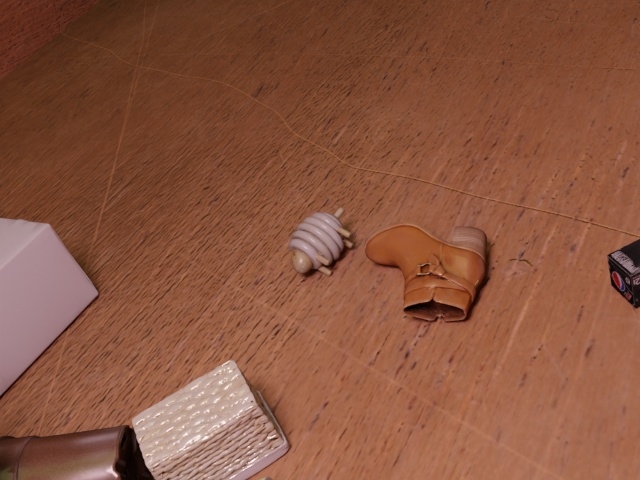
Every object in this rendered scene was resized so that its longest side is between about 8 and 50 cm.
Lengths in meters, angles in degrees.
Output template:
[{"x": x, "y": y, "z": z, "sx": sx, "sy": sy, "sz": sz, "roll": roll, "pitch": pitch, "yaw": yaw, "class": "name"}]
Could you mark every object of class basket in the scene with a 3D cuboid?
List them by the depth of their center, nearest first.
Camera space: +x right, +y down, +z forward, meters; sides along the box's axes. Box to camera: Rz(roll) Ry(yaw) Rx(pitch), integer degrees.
[{"x": -0.142, "y": 0.245, "z": 1.021, "sx": 0.167, "sy": 0.103, "sz": 0.113, "roll": -30, "pitch": 36, "yaw": -9, "class": "basket"}]

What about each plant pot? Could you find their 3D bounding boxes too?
[{"x": -0.306, "y": 0.309, "z": 0.998, "sx": 0.165, "sy": 0.167, "sz": 0.167, "roll": -13, "pitch": 35, "yaw": 3, "class": "plant pot"}]

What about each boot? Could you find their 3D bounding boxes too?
[{"x": 0.136, "y": 0.047, "z": 1.148, "sx": 0.197, "sy": 0.073, "sz": 0.152, "roll": -5, "pitch": 43, "yaw": 30, "class": "boot"}]

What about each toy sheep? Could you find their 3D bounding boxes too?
[{"x": 0.000, "y": 0.000, "z": 1.279, "sx": 0.091, "sy": 0.091, "sz": 0.132, "roll": 16, "pitch": 56, "yaw": 43, "class": "toy sheep"}]

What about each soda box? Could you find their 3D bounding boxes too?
[{"x": 0.450, "y": 0.016, "z": 1.008, "sx": 0.168, "sy": 0.060, "sz": 0.053, "roll": -25, "pitch": 36, "yaw": -3, "class": "soda box"}]

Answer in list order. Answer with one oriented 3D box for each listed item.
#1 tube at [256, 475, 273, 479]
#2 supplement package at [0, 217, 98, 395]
[{"x": -0.155, "y": 0.350, "z": 0.939, "sx": 0.240, "sy": 0.062, "sz": 0.070, "roll": -26, "pitch": -9, "yaw": 8, "class": "tube"}, {"x": -0.568, "y": 0.120, "z": 1.377, "sx": 0.177, "sy": 0.175, "sz": 0.293, "roll": 6, "pitch": 45, "yaw": 39, "class": "supplement package"}]
